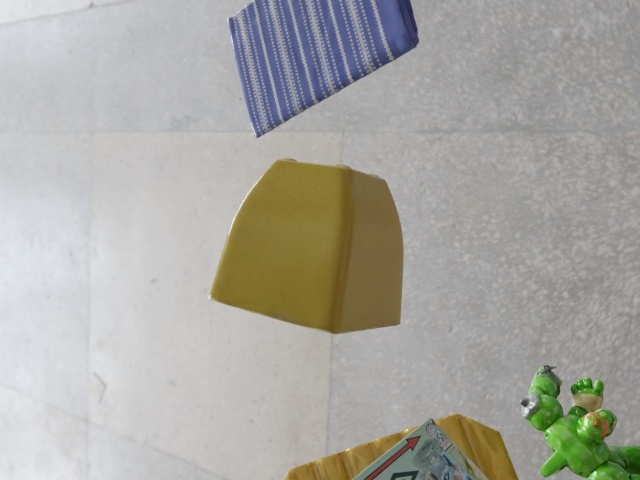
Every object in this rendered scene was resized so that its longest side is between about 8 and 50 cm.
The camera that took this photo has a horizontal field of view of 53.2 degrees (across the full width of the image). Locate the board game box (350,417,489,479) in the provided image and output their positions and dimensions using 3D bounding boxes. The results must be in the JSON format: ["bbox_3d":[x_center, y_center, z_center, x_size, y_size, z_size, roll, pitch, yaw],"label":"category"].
[{"bbox_3d":[0.088,0.274,0.487,0.213,0.317,0.046,45,114,20],"label":"board game box"}]

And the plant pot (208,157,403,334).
[{"bbox_3d":[0.000,0.000,0.353,0.082,0.081,0.083,12,93,31],"label":"plant pot"}]

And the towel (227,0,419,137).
[{"bbox_3d":[-0.007,-0.342,1.044,0.336,0.040,0.243,-23,74,34],"label":"towel"}]

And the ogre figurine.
[{"bbox_3d":[0.298,0.224,0.707,0.097,0.118,0.196,-39,63,35],"label":"ogre figurine"}]

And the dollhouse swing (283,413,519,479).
[{"bbox_3d":[0.110,0.370,0.621,0.347,0.315,0.304,-18,85,0],"label":"dollhouse swing"}]
